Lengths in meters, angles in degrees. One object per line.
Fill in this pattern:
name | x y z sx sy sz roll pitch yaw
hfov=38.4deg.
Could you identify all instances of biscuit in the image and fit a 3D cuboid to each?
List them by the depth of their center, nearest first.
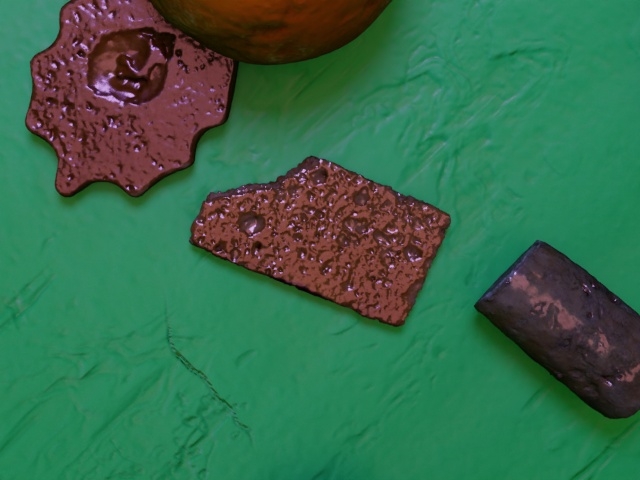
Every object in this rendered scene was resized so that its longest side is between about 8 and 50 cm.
biscuit | -0.187 -0.133 0.869 0.182 0.034 0.215 34 94 -9
biscuit | 0.000 -0.012 0.910 0.237 0.026 0.131 22 92 -8

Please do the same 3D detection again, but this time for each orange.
orange | -0.041 -0.279 0.770 0.261 0.261 0.261 -1 97 -7

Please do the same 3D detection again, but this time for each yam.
yam | 0.247 0.083 0.910 0.194 0.107 0.107 38 91 -8
